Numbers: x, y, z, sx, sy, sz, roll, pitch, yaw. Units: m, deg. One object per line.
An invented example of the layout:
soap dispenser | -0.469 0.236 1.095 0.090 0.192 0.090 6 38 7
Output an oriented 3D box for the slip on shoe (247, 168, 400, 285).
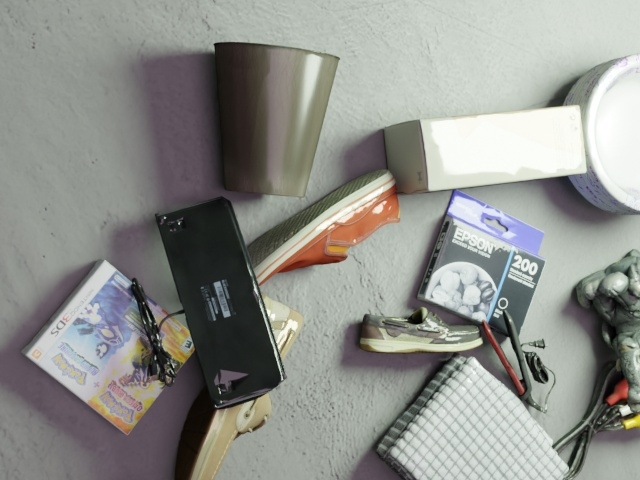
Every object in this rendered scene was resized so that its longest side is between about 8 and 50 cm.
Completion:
slip on shoe | 0.000 0.000 1.865 0.331 0.123 0.101 -32 106 -24

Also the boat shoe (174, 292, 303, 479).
boat shoe | -0.124 0.253 1.808 0.110 0.121 0.341 27 79 -20

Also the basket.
basket | -0.079 -0.185 1.811 0.204 0.154 0.227 5 92 -22

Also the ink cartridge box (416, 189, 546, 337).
ink cartridge box | 0.292 0.042 2.022 0.206 0.045 0.208 23 81 -21

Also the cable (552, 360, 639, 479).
cable | 0.514 0.326 2.102 0.287 0.072 0.139 -32 97 -19

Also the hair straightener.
hair straightener | 0.364 0.212 2.021 0.089 0.047 0.230 -27 115 6

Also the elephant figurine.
elephant figurine | 0.571 0.161 2.082 0.186 0.169 0.239 -26 94 -6

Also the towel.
towel | 0.260 0.368 1.975 0.283 0.121 0.235 47 72 -15

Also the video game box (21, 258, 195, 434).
video game box | -0.318 0.163 1.768 0.205 0.048 0.187 42 78 -17

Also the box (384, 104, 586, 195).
box | 0.279 -0.153 1.961 0.311 0.148 0.121 -7 93 -24

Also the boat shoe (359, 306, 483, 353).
boat shoe | 0.174 0.150 1.954 0.223 0.080 0.073 -1 96 -18

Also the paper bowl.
paper bowl | 0.554 -0.188 2.072 0.284 0.148 0.284 -1 91 -22

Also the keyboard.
keyboard | -0.188 0.103 1.751 0.201 0.033 0.317 -16 78 -11
